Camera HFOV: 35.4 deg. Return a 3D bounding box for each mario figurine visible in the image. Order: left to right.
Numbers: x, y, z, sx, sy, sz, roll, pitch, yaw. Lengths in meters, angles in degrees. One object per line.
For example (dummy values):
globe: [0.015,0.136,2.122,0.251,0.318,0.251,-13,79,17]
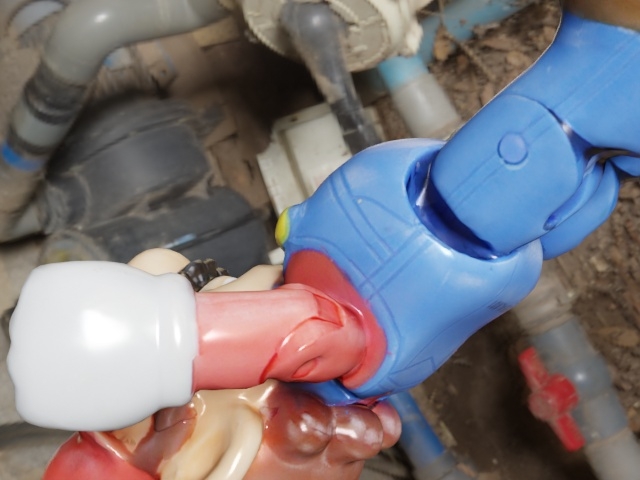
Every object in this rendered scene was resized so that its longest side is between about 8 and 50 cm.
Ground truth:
mario figurine: [0.000,0.000,0.386,0.320,0.198,0.170,-43,36,13]
